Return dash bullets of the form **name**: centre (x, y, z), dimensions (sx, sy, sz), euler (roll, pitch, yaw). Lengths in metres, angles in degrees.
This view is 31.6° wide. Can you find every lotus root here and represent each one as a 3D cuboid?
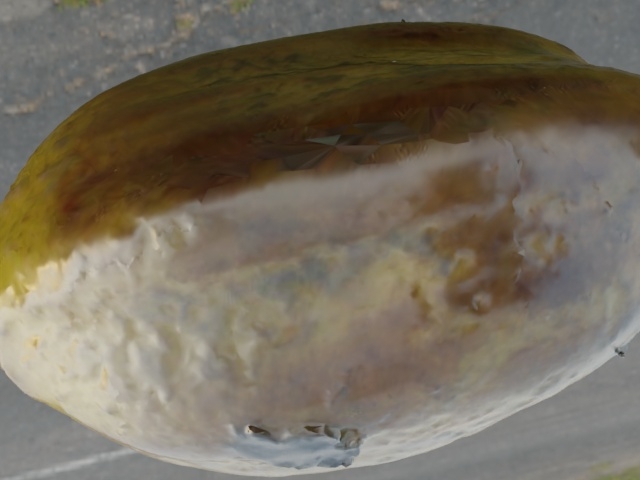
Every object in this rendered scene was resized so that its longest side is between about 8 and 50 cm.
- **lotus root**: centre (0.000, 0.007, 0.490), dimensions (0.291, 0.193, 0.193), euler (-11, 156, -7)
